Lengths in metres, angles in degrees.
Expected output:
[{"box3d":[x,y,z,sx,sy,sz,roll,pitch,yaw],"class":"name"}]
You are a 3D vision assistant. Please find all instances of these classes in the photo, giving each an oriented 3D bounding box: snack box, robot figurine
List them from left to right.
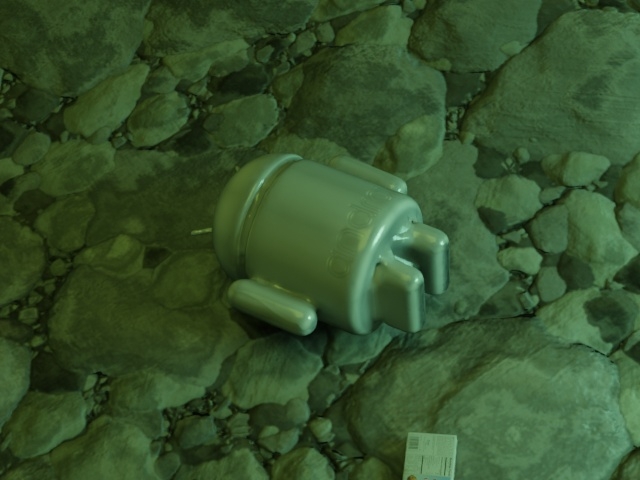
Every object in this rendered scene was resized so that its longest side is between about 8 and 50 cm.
[{"box3d":[0.000,0.000,1.643,0.353,0.200,0.300,21,51,23],"class":"robot figurine"},{"box3d":[0.131,0.324,1.499,0.064,0.022,0.178,2,56,11],"class":"snack box"}]
